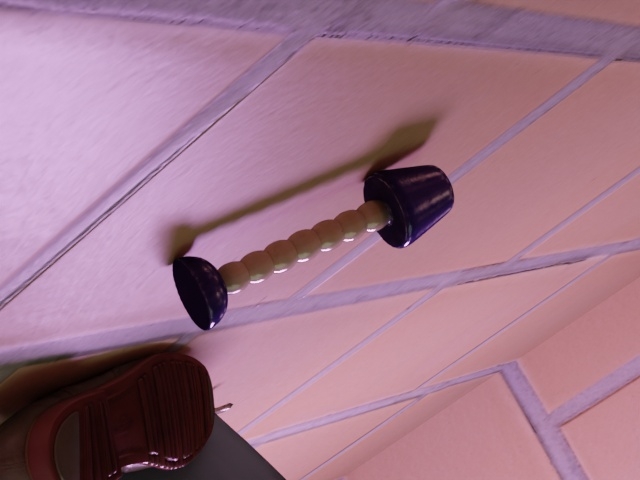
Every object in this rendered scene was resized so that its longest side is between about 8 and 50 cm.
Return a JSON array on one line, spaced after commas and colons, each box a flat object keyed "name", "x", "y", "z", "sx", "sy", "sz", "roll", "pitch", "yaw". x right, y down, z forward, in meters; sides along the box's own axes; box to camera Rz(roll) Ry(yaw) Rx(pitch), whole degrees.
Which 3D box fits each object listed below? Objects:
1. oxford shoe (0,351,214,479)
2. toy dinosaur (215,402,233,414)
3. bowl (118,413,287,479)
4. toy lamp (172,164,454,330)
[{"name": "oxford shoe", "x": -0.227, "y": 0.185, "z": 1.693, "sx": 0.130, "sy": 0.123, "sz": 0.348, "roll": -7, "pitch": 179, "yaw": 26}, {"name": "toy dinosaur", "x": -0.219, "y": 0.285, "z": 2.101, "sx": 0.118, "sy": 0.064, "sz": 0.268, "roll": -28, "pitch": 166, "yaw": -45}, {"name": "bowl", "x": -0.209, "y": 0.288, "z": 1.902, "sx": 0.311, "sy": 0.163, "sz": 0.311, "roll": -27, "pitch": 165, "yaw": -8}, {"name": "toy lamp", "x": 0.000, "y": 0.000, "z": 1.513, "sx": 0.274, "sy": 0.080, "sz": 0.080, "roll": -23, "pitch": 165, "yaw": -21}]
